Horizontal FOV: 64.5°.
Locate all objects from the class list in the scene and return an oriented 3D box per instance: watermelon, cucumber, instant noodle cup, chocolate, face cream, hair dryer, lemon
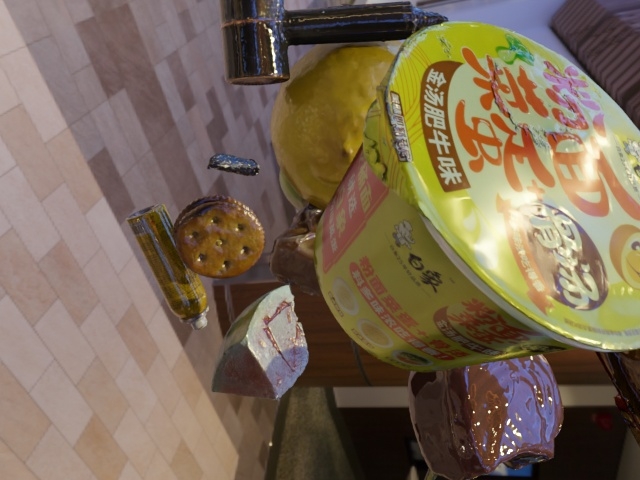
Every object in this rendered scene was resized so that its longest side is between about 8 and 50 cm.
[{"bbox_3d":[-0.139,0.269,1.210,0.262,0.201,0.213,-52,175,32],"label":"watermelon"},{"bbox_3d":[-0.228,-0.198,1.332,0.181,0.053,0.053,-5,90,-60],"label":"cucumber"},{"bbox_3d":[0.137,-0.014,0.482,0.221,0.311,0.311,132,-32,-53],"label":"instant noodle cup"},{"bbox_3d":[0.000,0.000,1.003,0.214,0.148,0.093,-56,163,-45],"label":"chocolate"},{"bbox_3d":[-0.386,0.080,1.335,0.105,0.105,0.349,-61,133,-64],"label":"face cream"},{"bbox_3d":[0.019,-0.351,0.781,0.107,0.352,0.189,-89,174,-79],"label":"hair dryer"},{"bbox_3d":[0.073,-0.209,0.929,0.348,0.348,0.348,-5,90,-75],"label":"lemon"}]

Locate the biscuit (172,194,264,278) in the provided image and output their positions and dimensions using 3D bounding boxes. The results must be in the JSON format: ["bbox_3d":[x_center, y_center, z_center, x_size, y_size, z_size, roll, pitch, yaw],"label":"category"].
[{"bbox_3d":[-0.248,-0.005,1.237,0.066,0.220,0.220,-110,-175,-59],"label":"biscuit"}]

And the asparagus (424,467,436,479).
[{"bbox_3d":[0.262,0.592,1.234,0.108,0.025,0.021,-67,157,-1],"label":"asparagus"}]

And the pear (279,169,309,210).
[{"bbox_3d":[0.047,-0.178,1.811,0.399,0.398,0.165,63,20,-55],"label":"pear"}]

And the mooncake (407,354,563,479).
[{"bbox_3d":[0.336,0.333,1.024,0.326,0.174,0.334,39,51,-14],"label":"mooncake"}]

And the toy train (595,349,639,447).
[{"bbox_3d":[0.394,0.144,0.535,0.231,0.163,0.369,55,11,-75],"label":"toy train"}]
